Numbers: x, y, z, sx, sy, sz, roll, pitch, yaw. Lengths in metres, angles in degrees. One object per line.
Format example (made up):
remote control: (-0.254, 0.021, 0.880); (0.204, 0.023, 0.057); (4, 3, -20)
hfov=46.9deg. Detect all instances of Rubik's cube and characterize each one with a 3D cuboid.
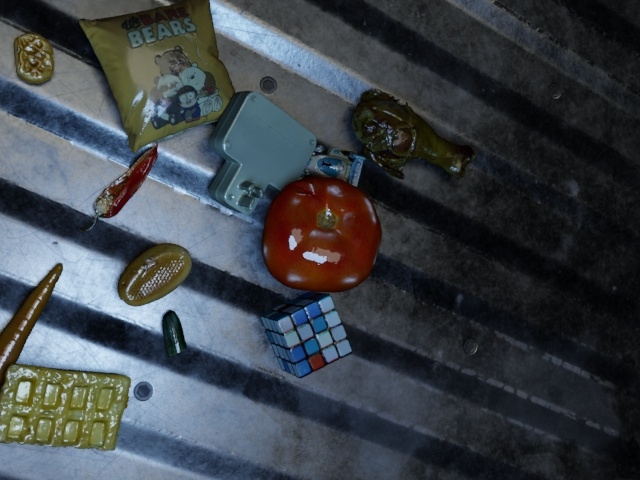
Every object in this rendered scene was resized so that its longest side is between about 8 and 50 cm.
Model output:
Rubik's cube: (-0.036, 0.224, 1.785); (0.151, 0.154, 0.155); (-23, 96, -21)

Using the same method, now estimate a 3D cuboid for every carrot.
carrot: (-0.652, 0.191, 1.589); (0.069, 0.069, 0.336); (31, 74, -18)

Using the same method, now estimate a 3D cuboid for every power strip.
power strip: (-0.146, -0.189, 1.741); (0.229, 0.141, 0.261); (33, 82, -36)

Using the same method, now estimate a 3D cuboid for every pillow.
pillow: (-0.350, -0.389, 1.697); (0.310, 0.119, 0.313); (-22, 102, -21)

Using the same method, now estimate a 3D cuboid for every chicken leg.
chicken leg: (0.240, -0.243, 1.922); (0.361, 0.140, 0.212); (30, 69, -15)

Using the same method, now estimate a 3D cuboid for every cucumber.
cucumber: (-0.342, 0.213, 1.718); (0.048, 0.048, 0.105); (-13, 93, -22)

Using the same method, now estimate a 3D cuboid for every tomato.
tomato: (0.000, 0.000, 1.759); (0.298, 0.226, 0.299); (8, 61, -14)

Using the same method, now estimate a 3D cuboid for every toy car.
toy car: (0.027, -0.184, 1.855); (0.161, 0.098, 0.126); (19, 79, -22)

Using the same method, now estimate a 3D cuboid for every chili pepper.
chili pepper: (-0.451, -0.117, 1.689); (0.268, 0.059, 0.050); (-54, 145, -18)

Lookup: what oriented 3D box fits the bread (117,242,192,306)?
bread: (-0.383, 0.077, 1.693); (0.189, 0.077, 0.114); (-35, 121, -20)

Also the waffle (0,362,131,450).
waffle: (-0.557, 0.361, 1.599); (0.274, 0.057, 0.168); (14, 82, -32)

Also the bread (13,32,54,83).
bread: (-0.630, -0.401, 1.627); (0.083, 0.044, 0.111); (-6, 92, -26)
